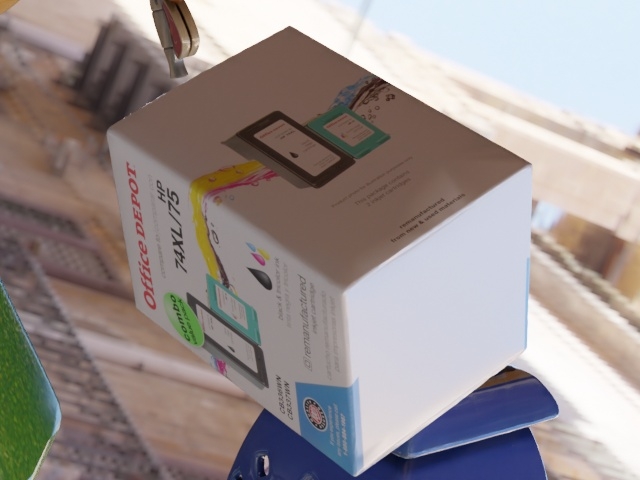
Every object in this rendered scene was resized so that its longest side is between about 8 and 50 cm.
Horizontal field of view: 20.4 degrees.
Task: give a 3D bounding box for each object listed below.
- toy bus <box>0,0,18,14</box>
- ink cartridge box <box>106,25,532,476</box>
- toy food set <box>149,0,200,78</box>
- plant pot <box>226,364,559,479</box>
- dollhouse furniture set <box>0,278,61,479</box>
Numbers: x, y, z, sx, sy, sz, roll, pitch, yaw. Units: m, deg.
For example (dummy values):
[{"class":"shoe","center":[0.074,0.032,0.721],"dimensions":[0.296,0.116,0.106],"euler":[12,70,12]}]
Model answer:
[{"class":"toy bus","center":[-0.165,-0.186,0.783],"dimensions":[0.332,0.108,0.130],"euler":[-38,-108,60]},{"class":"ink cartridge box","center":[0.000,0.000,1.388],"dimensions":[0.270,0.197,0.198],"euler":[34,-36,36]},{"class":"toy food set","center":[-0.092,-0.150,0.975],"dimensions":[0.078,0.019,0.122],"euler":[167,-94,-71]},{"class":"plant pot","center":[0.067,0.205,1.596],"dimensions":[0.236,0.236,0.212],"euler":[22,-69,43]},{"class":"dollhouse furniture set","center":[-0.219,0.054,0.263],"dimensions":[0.301,0.151,0.197],"euler":[-16,-155,18]}]
